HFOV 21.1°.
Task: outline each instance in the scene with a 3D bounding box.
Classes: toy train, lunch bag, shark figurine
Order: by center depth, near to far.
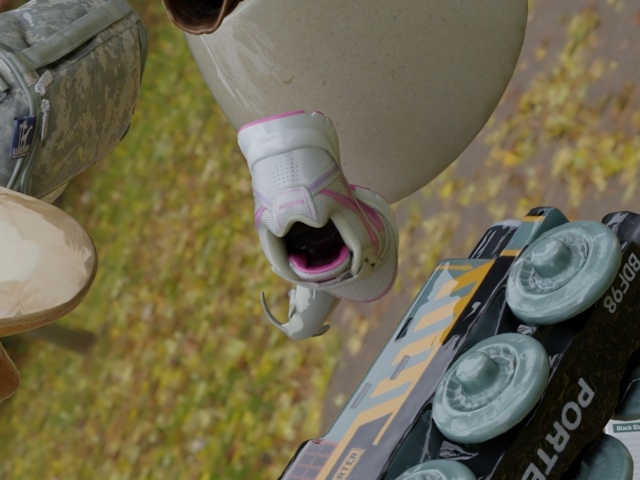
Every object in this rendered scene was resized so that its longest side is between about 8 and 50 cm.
[{"bbox_3d":[0.090,0.115,1.043,0.190,0.142,0.334,1,51,51],"label":"toy train"},{"bbox_3d":[-0.339,-0.149,1.890,0.256,0.212,0.305,-44,2,31],"label":"lunch bag"},{"bbox_3d":[0.015,0.052,1.893,0.278,0.116,0.166,104,162,-44],"label":"shark figurine"}]

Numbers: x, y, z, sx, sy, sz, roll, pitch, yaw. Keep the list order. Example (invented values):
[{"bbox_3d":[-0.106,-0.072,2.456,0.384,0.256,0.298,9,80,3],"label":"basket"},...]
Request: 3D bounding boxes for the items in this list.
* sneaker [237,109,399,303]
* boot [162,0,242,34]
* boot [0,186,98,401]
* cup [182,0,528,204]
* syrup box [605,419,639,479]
[{"bbox_3d":[0.000,0.000,1.466,0.103,0.252,0.111,-15,56,17],"label":"sneaker"},{"bbox_3d":[-0.083,-0.298,1.196,0.220,0.109,0.283,-68,-21,-60],"label":"boot"},{"bbox_3d":[-0.245,0.053,1.167,0.211,0.295,0.104,56,-140,-55],"label":"boot"},{"bbox_3d":[-0.002,-0.221,1.661,0.331,0.237,0.331,-26,49,35],"label":"cup"},{"bbox_3d":[0.302,0.198,1.489,0.093,0.096,0.237,-45,-51,-71],"label":"syrup box"}]
